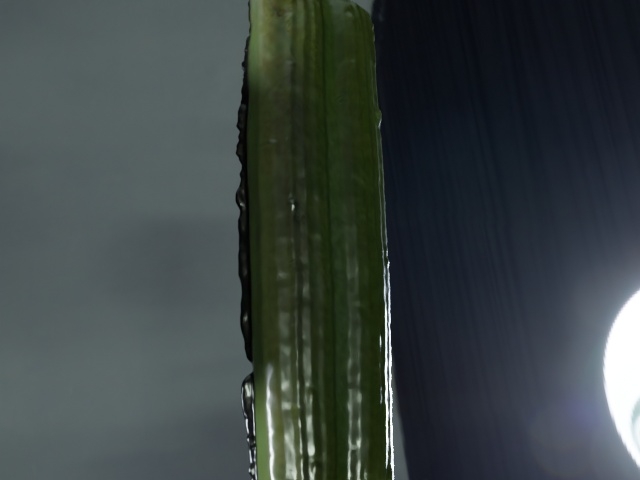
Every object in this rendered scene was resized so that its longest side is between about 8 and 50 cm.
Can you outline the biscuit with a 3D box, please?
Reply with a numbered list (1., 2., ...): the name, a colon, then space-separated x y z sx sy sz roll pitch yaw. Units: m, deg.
1. biscuit: 0.000 0.000 0.475 0.099 0.322 0.038 7 165 -35
